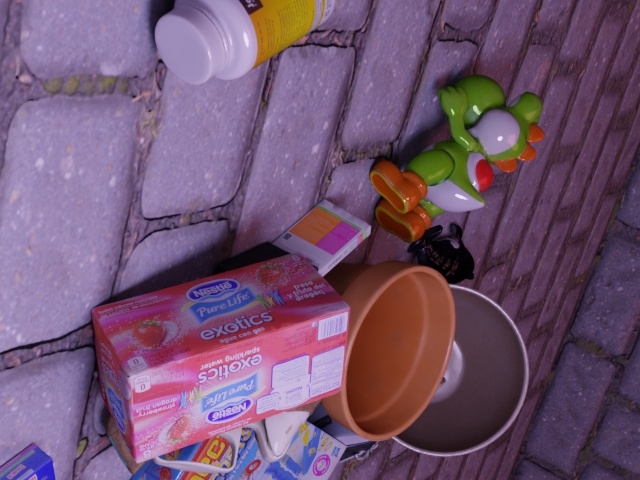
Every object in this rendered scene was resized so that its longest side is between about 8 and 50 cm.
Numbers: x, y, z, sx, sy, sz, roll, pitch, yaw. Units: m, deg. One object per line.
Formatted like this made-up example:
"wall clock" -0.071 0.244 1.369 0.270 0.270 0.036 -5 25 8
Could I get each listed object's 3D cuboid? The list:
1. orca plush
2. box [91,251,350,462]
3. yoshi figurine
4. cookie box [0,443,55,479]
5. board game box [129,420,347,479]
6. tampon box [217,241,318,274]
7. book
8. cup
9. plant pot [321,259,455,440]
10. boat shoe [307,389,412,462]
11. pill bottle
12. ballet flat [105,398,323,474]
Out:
"orca plush" 0.288 0.038 2.046 0.151 0.102 0.287 -57 152 -12
"box" -0.126 0.144 1.246 0.300 0.142 0.154 -16 129 -25
"yoshi figurine" 0.235 -0.175 1.752 0.362 0.203 0.203 -37 105 -18
"cookie box" -0.372 0.321 1.194 0.092 0.040 0.107 -36 142 -42
"board game box" -0.142 0.386 1.509 0.302 0.086 0.308 41 76 -43
"tampon box" -0.088 0.105 1.440 0.120 0.101 0.161 -26 135 -50
"book" 0.000 0.000 1.510 0.144 0.096 0.035 -39 145 -39
"cup" 0.231 0.256 1.964 0.331 0.331 0.237 -61 -179 -5
"plant pot" 0.059 0.157 1.590 0.291 0.203 0.290 -20 118 -43
"boat shoe" 0.051 0.344 1.725 0.306 0.113 0.105 -31 136 15
"pill bottle" -0.086 -0.261 1.106 0.215 0.117 0.117 -42 146 -37
"ballet flat" -0.120 0.254 1.333 0.342 0.124 0.116 -7 157 -24
